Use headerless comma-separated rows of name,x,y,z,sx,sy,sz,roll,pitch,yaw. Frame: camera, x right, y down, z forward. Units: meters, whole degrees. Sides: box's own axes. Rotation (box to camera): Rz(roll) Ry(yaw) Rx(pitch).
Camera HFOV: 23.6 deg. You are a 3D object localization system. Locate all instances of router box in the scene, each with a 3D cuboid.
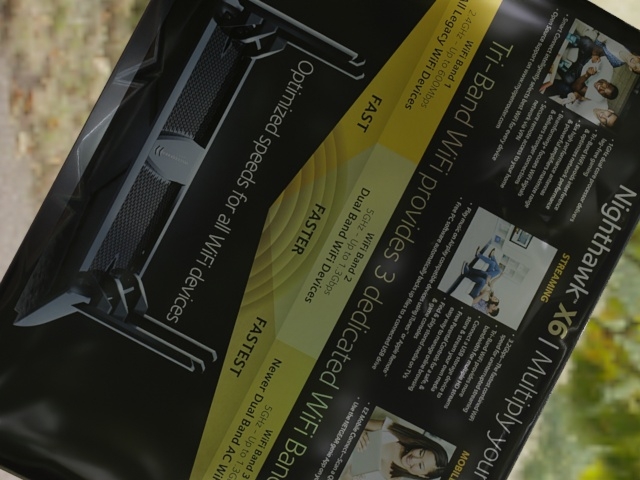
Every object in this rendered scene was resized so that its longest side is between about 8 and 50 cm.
router box,0.000,0.000,0.707,0.309,0.243,0.081,-62,-171,-3
